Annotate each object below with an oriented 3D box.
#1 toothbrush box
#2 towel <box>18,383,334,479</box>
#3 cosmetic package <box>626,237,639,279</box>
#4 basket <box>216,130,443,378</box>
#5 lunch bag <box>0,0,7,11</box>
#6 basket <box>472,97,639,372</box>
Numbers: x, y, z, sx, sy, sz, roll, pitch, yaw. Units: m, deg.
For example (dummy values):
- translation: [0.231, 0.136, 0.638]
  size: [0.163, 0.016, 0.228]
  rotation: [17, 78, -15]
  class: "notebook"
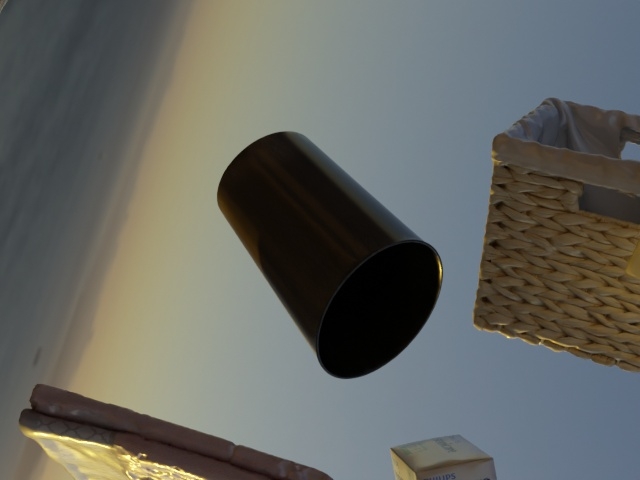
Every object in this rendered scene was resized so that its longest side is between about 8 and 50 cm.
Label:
- translation: [0.208, 0.468, 1.789]
  size: [0.216, 0.126, 0.295]
  rotation: [-173, -106, -83]
  class: "toothbrush box"
- translation: [-0.139, 0.256, 1.221]
  size: [0.332, 0.317, 0.053]
  rotation: [95, 12, -68]
  class: "towel"
- translation: [0.434, -0.075, 1.140]
  size: [0.129, 0.153, 0.296]
  rotation: [-41, 151, -48]
  class: "cosmetic package"
- translation: [0.000, 0.000, 1.219]
  size: [0.227, 0.154, 0.204]
  rotation: [50, -23, 32]
  class: "basket"
- translation: [-0.497, -0.422, 1.398]
  size: [0.256, 0.305, 0.212]
  rotation: [-50, 176, 26]
  class: "lunch bag"
- translation: [0.400, -0.013, 1.527]
  size: [0.331, 0.328, 0.266]
  rotation: [-33, 135, -61]
  class: "basket"
